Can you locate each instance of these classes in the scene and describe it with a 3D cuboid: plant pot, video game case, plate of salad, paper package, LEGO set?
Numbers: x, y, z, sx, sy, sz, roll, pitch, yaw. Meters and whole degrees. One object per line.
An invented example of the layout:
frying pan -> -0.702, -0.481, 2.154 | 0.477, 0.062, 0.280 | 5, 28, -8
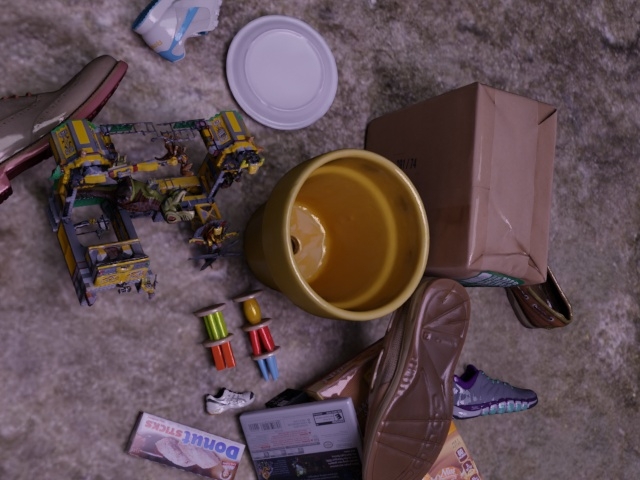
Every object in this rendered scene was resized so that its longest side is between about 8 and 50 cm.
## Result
plant pot -> 0.000, 0.000, 1.140 | 0.254, 0.239, 0.254 | 4, 83, -31
video game case -> -0.018, 0.340, 1.140 | 0.022, 0.190, 0.173 | -38, 113, -69
plate of salad -> -0.066, -0.286, 1.240 | 0.199, 0.048, 0.200 | 2, 85, -20
paper package -> 0.218, -0.077, 1.229 | 0.168, 0.325, 0.310 | 9, 82, -29
LEGO set -> -0.219, -0.035, 1.003 | 0.331, 0.255, 0.192 | -7, 61, -42

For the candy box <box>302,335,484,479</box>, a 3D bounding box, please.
candy box -> 0.128, 0.337, 1.199 | 0.183, 0.087, 0.316 | -30, 94, -20

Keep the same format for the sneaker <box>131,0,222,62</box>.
sneaker -> -0.197, -0.384, 1.157 | 0.092, 0.087, 0.229 | 46, 72, -27

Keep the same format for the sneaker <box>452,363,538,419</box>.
sneaker -> 0.331, 0.286, 1.403 | 0.223, 0.083, 0.098 | 0, 81, -30

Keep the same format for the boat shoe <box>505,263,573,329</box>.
boat shoe -> 0.408, 0.046, 1.455 | 0.111, 0.104, 0.307 | -46, 108, -25

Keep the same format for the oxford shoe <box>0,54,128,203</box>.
oxford shoe -> -0.412, -0.163, 0.984 | 0.130, 0.123, 0.348 | 47, 63, -12

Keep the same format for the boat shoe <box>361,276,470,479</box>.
boat shoe -> 0.135, 0.222, 1.112 | 0.121, 0.110, 0.341 | 23, 83, -23

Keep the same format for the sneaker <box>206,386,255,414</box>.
sneaker -> -0.143, 0.250, 1.152 | 0.083, 0.032, 0.037 | -12, 91, -31

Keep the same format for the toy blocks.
toy blocks -> -0.126, 0.166, 1.158 | 0.123, 0.054, 0.148 | -20, 96, -31

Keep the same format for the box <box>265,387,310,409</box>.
box -> -0.042, 0.294, 1.190 | 0.052, 0.062, 0.083 | -30, 100, -29

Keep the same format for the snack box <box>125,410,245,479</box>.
snack box -> -0.206, 0.320, 1.114 | 0.178, 0.022, 0.064 | 26, 71, -26
